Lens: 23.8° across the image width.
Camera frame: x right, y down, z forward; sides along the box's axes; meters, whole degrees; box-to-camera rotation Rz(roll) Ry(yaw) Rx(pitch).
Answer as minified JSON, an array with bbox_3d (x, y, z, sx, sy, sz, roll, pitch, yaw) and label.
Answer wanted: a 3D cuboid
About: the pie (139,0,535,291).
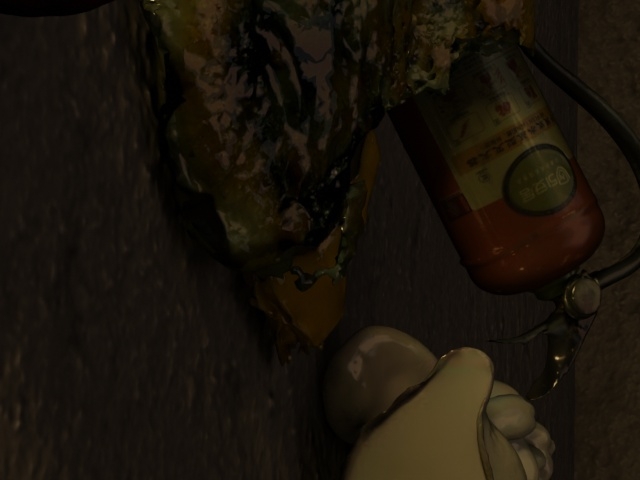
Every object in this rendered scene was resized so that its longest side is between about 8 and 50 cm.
[{"bbox_3d":[0.014,-0.159,0.951,0.371,0.078,0.296,-50,130,-30],"label":"pie"}]

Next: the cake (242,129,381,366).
[{"bbox_3d":[0.004,-0.001,1.063,0.185,0.080,0.116,-76,155,-52],"label":"cake"}]

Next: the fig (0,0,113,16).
[{"bbox_3d":[-0.121,-0.204,0.552,0.249,0.186,0.203,47,-45,47],"label":"fig"}]

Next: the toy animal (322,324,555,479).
[{"bbox_3d":[0.094,0.206,1.196,0.289,0.174,0.249,55,26,-59],"label":"toy animal"}]

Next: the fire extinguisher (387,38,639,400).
[{"bbox_3d":[0.152,-0.086,1.160,0.376,0.200,0.113,64,-8,-3],"label":"fire extinguisher"}]
